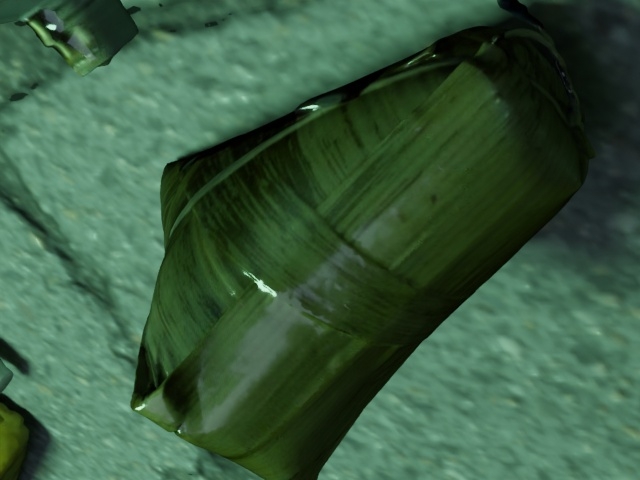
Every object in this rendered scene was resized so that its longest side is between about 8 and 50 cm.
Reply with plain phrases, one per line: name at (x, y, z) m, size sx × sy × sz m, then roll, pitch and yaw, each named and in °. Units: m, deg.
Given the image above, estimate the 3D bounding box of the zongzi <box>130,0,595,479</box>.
zongzi at (0.012, -0.036, 0.662) m, size 0.094 × 0.204 × 0.205 m, roll 33°, pitch 113°, yaw -27°

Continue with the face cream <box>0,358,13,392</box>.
face cream at (-0.241, 0.048, 1.003) m, size 0.130 × 0.034 × 0.034 m, roll 38°, pitch 147°, yaw -4°

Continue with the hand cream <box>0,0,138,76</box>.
hand cream at (-0.187, -0.201, 0.625) m, size 0.341 × 0.078 × 0.124 m, roll 50°, pitch 145°, yaw -12°

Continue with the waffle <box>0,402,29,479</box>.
waffle at (-0.315, 0.129, 1.149) m, size 0.221 × 0.055 × 0.248 m, roll 35°, pitch 146°, yaw 3°
